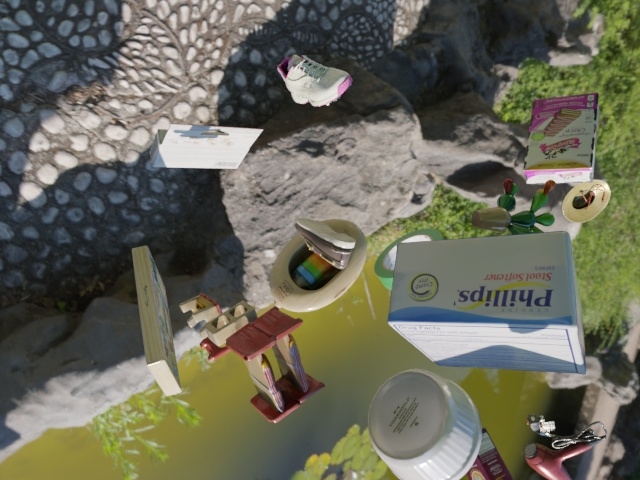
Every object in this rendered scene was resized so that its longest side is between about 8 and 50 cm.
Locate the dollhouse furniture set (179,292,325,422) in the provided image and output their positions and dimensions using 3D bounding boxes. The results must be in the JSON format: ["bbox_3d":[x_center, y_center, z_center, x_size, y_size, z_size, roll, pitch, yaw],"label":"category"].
[{"bbox_3d":[-0.181,0.257,1.166,0.152,0.374,0.202,-31,119,-29],"label":"dollhouse furniture set"}]

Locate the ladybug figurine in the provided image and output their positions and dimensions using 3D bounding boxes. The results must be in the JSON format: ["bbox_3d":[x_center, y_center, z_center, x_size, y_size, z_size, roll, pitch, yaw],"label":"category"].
[{"bbox_3d":[-0.009,0.110,1.867,0.449,0.305,0.162,-39,162,-6],"label":"ladybug figurine"}]

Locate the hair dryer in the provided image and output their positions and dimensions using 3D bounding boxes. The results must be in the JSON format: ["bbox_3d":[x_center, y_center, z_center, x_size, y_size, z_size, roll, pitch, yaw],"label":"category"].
[{"bbox_3d":[0.751,0.667,1.439,0.080,0.223,0.294,-56,141,-52],"label":"hair dryer"}]

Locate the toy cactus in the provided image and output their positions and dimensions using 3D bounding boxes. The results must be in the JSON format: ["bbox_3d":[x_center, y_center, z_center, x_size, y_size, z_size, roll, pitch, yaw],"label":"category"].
[{"bbox_3d":[0.395,-0.044,0.925,0.180,0.219,0.112,0,148,-13],"label":"toy cactus"}]

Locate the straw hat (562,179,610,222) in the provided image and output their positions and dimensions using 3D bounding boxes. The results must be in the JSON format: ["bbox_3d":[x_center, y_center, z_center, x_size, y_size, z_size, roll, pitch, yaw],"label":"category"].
[{"bbox_3d":[0.781,-0.128,1.397,0.144,0.061,0.145,-2,119,-4],"label":"straw hat"}]

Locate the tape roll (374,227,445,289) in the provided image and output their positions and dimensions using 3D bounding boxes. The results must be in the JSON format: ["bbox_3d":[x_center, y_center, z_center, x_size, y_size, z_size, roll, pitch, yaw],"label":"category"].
[{"bbox_3d":[0.383,0.076,1.968,0.321,0.321,0.077,-44,113,-22],"label":"tape roll"}]

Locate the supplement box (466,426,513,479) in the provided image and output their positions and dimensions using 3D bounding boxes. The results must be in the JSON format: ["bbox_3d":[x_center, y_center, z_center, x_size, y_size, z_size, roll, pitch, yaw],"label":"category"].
[{"bbox_3d":[0.499,0.689,1.427,0.080,0.188,0.104,-11,150,-27],"label":"supplement box"}]

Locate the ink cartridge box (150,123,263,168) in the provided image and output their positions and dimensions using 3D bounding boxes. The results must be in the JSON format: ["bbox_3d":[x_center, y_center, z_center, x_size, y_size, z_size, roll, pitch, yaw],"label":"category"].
[{"bbox_3d":[-0.369,-0.319,1.495,0.296,0.261,0.066,-5,71,-33],"label":"ink cartridge box"}]

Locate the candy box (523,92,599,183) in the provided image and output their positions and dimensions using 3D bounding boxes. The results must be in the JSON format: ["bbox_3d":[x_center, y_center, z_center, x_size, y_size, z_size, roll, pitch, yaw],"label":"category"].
[{"bbox_3d":[0.632,-0.266,1.221,0.071,0.159,0.234,41,59,-50],"label":"candy box"}]

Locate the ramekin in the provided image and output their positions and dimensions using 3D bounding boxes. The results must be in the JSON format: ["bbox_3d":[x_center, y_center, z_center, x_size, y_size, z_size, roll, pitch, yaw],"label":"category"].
[{"bbox_3d":[0.238,0.441,1.128,0.127,0.272,0.273,45,74,-35],"label":"ramekin"}]

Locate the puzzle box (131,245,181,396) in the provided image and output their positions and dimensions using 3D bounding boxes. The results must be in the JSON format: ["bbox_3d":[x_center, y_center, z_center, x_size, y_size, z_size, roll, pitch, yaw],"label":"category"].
[{"bbox_3d":[-0.519,0.255,1.478,0.052,0.409,0.272,-13,147,-14],"label":"puzzle box"}]

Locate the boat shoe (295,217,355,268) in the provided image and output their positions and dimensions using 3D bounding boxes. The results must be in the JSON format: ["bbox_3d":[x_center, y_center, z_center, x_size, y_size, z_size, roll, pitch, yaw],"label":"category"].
[{"bbox_3d":[0.000,0.000,1.582,0.116,0.324,0.097,2,106,-34],"label":"boat shoe"}]

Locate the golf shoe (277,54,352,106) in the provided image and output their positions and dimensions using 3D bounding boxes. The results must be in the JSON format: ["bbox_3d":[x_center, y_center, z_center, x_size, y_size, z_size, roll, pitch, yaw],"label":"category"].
[{"bbox_3d":[-0.028,-0.473,1.360,0.115,0.306,0.140,-51,124,-11],"label":"golf shoe"}]

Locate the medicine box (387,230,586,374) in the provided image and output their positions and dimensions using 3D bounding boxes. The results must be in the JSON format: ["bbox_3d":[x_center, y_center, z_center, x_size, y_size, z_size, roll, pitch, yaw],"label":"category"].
[{"bbox_3d":[0.293,0.118,0.793,0.289,0.263,0.149,43,50,-49],"label":"medicine box"}]
